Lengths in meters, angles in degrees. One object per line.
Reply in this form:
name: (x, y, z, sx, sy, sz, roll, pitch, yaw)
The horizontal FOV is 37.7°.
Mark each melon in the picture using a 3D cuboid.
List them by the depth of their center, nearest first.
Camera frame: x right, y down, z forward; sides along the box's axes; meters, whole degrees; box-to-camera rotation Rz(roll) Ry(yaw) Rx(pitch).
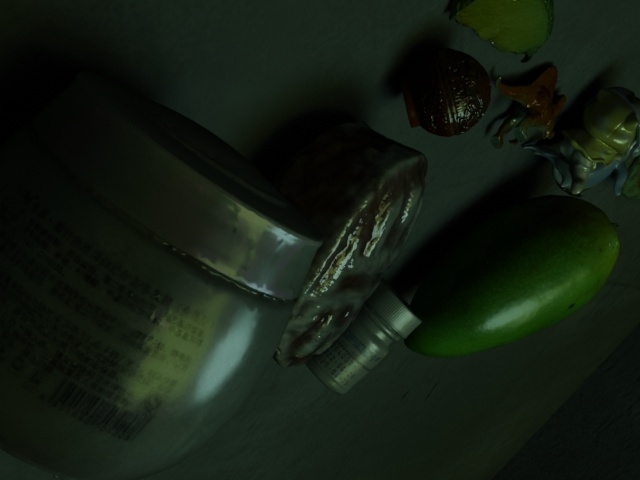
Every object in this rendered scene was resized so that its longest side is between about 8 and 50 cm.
melon: (0.218, -0.256, 1.074, 0.114, 0.053, 0.262, -39, 155, 13)

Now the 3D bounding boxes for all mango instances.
mango: (0.293, 0.062, 1.484, 0.382, 0.225, 0.201, -31, 112, -8)

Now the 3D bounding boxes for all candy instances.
candy: (0.000, 0.000, 1.046, 0.289, 0.157, 0.214, -60, 164, 19)

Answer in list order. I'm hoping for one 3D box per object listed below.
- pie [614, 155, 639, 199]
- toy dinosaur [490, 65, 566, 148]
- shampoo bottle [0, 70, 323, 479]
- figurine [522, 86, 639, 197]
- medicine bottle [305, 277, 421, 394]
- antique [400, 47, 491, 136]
pie: (0.663, -0.193, 1.759, 0.303, 0.067, 0.302, -32, 152, -20)
toy dinosaur: (0.296, -0.190, 1.277, 0.142, 0.057, 0.212, -47, 157, -15)
shampoo bottle: (-0.156, 0.028, 0.740, 0.266, 0.273, 0.273, -53, 153, 4)
figurine: (0.416, -0.145, 1.433, 0.209, 0.128, 0.183, -19, 144, -30)
medicine bottle: (0.057, 0.141, 1.398, 0.168, 0.105, 0.105, -43, 154, 4)
antique: (0.142, -0.166, 1.048, 0.104, 0.104, 0.104, -32, 153, -19)
